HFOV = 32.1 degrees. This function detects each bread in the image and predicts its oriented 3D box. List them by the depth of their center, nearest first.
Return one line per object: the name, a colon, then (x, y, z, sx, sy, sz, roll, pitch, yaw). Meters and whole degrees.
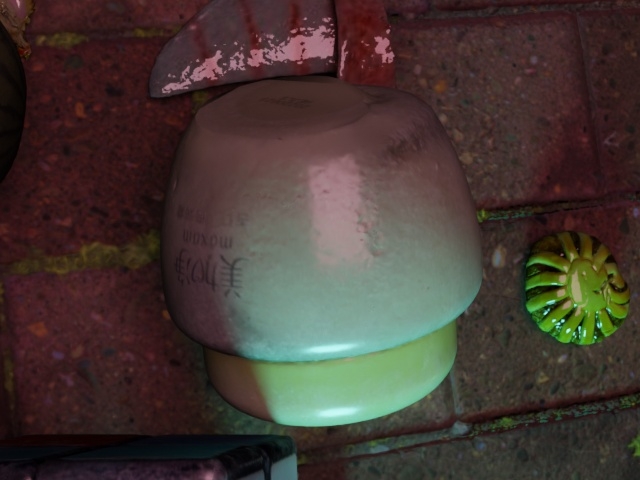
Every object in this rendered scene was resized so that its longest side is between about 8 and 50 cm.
bread: (0.310, 0.056, 1.337, 0.130, 0.071, 0.139, -5, 85, -12)

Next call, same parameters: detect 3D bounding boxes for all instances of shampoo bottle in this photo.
shampoo bottle: (0.000, 0.000, 1.115, 0.322, 0.322, 0.317, -9, 107, -17)

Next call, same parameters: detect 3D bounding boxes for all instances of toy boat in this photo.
toy boat: (-0.061, -0.228, 1.266, 0.282, 0.096, 0.206, -11, 80, -5)

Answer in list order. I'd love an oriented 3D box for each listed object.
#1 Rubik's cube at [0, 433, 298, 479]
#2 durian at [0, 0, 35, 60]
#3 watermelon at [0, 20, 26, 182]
Rubik's cube: (-0.190, 0.337, 0.984, 0.318, 0.316, 0.313, -3, 84, 9)
durian: (-0.363, -0.283, 1.172, 0.146, 0.102, 0.208, -41, 119, -14)
watermelon: (-0.456, -0.143, 1.025, 0.359, 0.279, 0.279, 9, 81, -20)
